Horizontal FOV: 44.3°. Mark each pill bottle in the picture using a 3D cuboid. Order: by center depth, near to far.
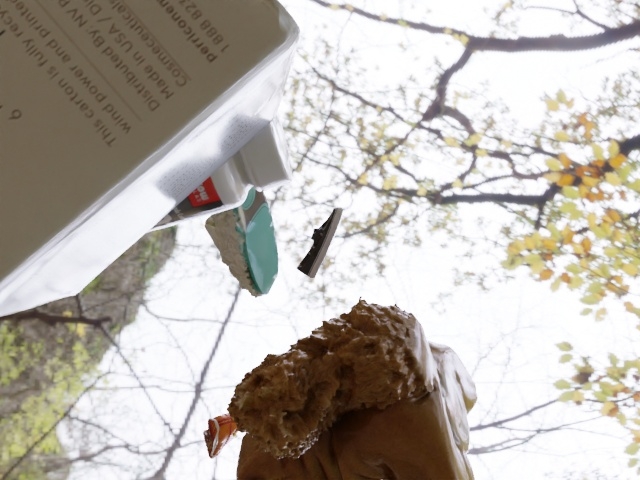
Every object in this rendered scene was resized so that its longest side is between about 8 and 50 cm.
[{"bbox_3d":[-0.189,-0.103,1.019,0.283,0.161,0.161,-15,-111,5],"label":"pill bottle"}]

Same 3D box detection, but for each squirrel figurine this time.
[{"bbox_3d":[0.014,0.270,1.182,0.370,0.397,0.281,-17,-141,21],"label":"squirrel figurine"}]

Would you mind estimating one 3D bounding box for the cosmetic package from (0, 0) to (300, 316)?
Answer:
[{"bbox_3d":[-0.254,-0.160,0.711,0.327,0.393,0.329,-42,-86,-4],"label":"cosmetic package"}]

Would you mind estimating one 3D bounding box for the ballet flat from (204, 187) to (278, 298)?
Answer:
[{"bbox_3d":[-0.176,-0.071,1.563,0.147,0.147,0.409,27,-42,40],"label":"ballet flat"}]

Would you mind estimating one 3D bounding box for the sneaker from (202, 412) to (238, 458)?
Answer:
[{"bbox_3d":[-0.196,0.392,1.570,0.175,0.067,0.064,122,-47,-58],"label":"sneaker"}]

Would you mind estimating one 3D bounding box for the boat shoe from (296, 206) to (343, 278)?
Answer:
[{"bbox_3d":[0.000,0.000,1.433,0.040,0.049,0.142,24,-87,1],"label":"boat shoe"}]
